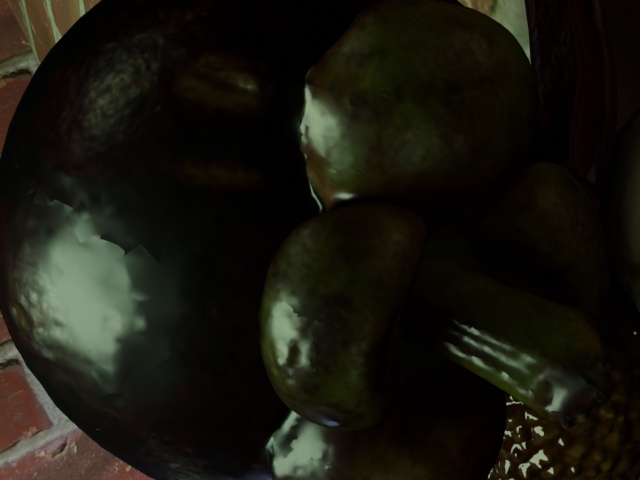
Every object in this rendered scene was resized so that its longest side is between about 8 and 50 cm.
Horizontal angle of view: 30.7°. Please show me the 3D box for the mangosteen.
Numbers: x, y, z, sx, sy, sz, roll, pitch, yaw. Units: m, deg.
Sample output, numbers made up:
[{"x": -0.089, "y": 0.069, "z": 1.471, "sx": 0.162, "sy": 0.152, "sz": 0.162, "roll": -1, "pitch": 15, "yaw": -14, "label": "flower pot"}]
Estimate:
[{"x": 0.000, "y": 0.000, "z": 0.593, "sx": 0.347, "sy": 0.307, "sz": 0.306, "roll": 23, "pitch": 137, "yaw": 54, "label": "mangosteen"}]

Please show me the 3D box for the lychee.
[{"x": 0.152, "y": 0.087, "z": 0.761, "sx": 0.194, "sy": 0.195, "sz": 0.194, "roll": 56, "pitch": 162, "yaw": 29, "label": "lychee"}]

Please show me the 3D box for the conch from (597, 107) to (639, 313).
[{"x": 0.190, "y": -0.004, "z": 0.605, "sx": 0.158, "sy": 0.127, "sz": 0.255, "roll": 65, "pitch": 165, "yaw": -3, "label": "conch"}]

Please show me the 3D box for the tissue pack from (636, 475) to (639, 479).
[{"x": 0.268, "y": 0.237, "z": 0.458, "sx": 0.267, "sy": 0.277, "sz": 0.387, "roll": 22, "pitch": 136, "yaw": 64, "label": "tissue pack"}]

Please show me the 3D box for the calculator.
[{"x": 0.141, "y": -0.095, "z": 0.665, "sx": 0.126, "sy": 0.034, "sz": 0.190, "roll": 82, "pitch": -173, "yaw": -74, "label": "calculator"}]
